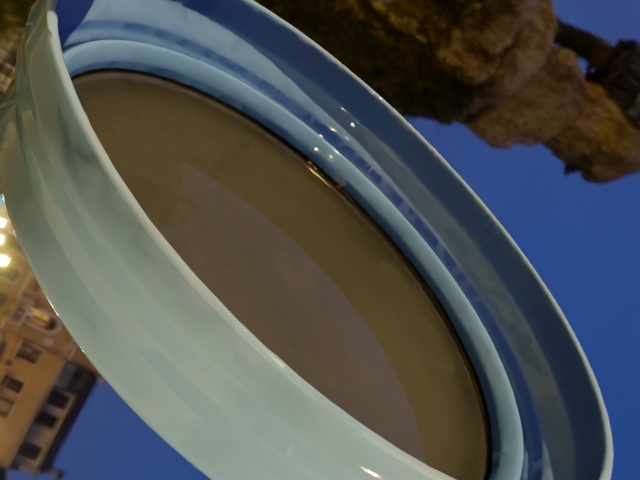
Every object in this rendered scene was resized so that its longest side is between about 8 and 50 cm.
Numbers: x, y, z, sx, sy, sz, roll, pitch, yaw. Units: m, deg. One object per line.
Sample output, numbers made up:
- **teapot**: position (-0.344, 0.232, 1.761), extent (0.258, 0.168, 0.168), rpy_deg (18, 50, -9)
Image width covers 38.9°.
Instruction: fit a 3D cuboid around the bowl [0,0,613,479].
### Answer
- **bowl**: position (0.000, 0.000, 0.513), extent (0.077, 0.391, 0.391), rpy_deg (-45, -155, 23)
